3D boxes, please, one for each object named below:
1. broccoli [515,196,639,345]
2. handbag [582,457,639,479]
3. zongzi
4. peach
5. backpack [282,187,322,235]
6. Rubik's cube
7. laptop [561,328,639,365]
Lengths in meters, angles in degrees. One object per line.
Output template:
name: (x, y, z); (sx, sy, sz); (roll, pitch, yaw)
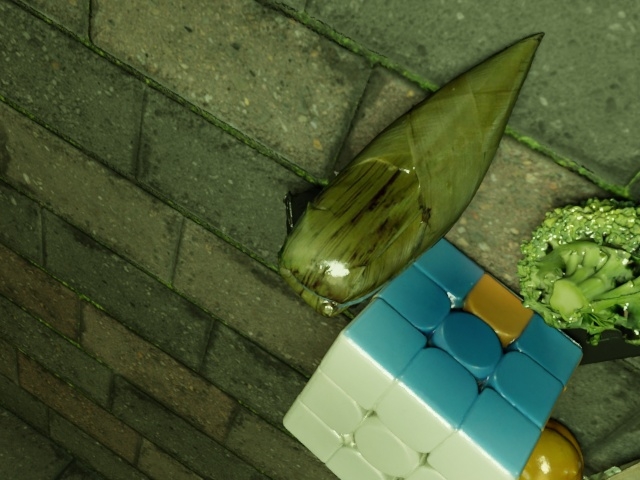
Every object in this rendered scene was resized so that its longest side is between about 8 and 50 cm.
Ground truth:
broccoli: (0.367, 0.044, 0.835); (0.176, 0.226, 0.198); (-20, 115, -5)
handbag: (0.569, 0.449, 1.071); (0.182, 0.117, 0.270); (-36, 102, 25)
zongzi: (0.116, -0.084, 0.808); (0.160, 0.323, 0.360); (43, 133, 8)
peach: (0.381, 0.372, 1.119); (0.138, 0.138, 0.138); (18, 132, 21)
backpack: (-0.001, -0.002, 1.090); (0.105, 0.120, 0.165); (-17, 143, -3)
Rubik's cube: (0.167, 0.226, 1.006); (0.290, 0.291, 0.291); (39, 135, 12)
laptop: (0.435, 0.129, 0.976); (0.197, 0.016, 0.135); (-22, 112, 42)
